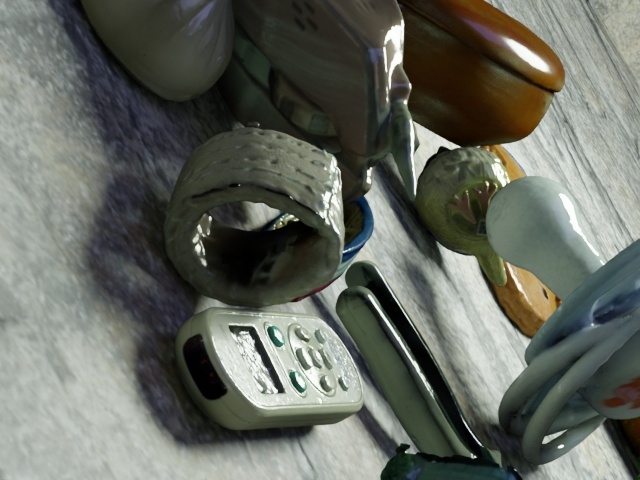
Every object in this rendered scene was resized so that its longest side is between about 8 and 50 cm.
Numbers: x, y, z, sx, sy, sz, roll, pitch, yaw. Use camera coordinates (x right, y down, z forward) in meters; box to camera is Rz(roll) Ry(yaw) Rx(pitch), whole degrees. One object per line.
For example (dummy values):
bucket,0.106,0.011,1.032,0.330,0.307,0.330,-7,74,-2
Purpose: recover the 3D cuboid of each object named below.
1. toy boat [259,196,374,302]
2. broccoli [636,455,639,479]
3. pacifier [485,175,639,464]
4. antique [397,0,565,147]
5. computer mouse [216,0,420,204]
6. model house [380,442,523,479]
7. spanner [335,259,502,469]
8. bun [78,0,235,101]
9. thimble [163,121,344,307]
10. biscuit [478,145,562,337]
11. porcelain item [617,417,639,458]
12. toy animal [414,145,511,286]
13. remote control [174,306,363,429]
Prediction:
toy boat,0.000,0.000,1.433,0.229,0.080,0.045,-48,140,-74
broccoli,0.285,0.310,1.486,0.254,0.269,0.269,27,-12,48
pacifier,0.224,0.044,1.693,0.233,0.244,0.299,55,-13,24
antique,0.107,-0.182,1.807,0.278,0.129,0.223,24,13,-42
computer mouse,-0.021,-0.151,1.449,0.199,0.115,0.389,103,-25,-43
model house,0.072,0.231,1.211,0.149,0.119,0.148,-40,124,-48
spanner,0.104,0.162,1.467,0.324,0.040,0.095,59,17,-14
bun,-0.106,-0.176,1.379,0.138,0.094,0.138,47,19,-22
thimble,-0.043,-0.014,1.256,0.090,0.115,0.102,-83,160,-63
biscuit,0.223,0.008,2.027,0.205,0.049,0.324,57,20,-8
porcelain item,0.436,0.154,2.056,0.253,0.253,0.253,50,20,-26
toy animal,0.139,-0.026,1.798,0.098,0.098,0.137,-74,145,-66
remote control,-0.032,0.085,1.241,0.078,0.042,0.221,64,20,14
